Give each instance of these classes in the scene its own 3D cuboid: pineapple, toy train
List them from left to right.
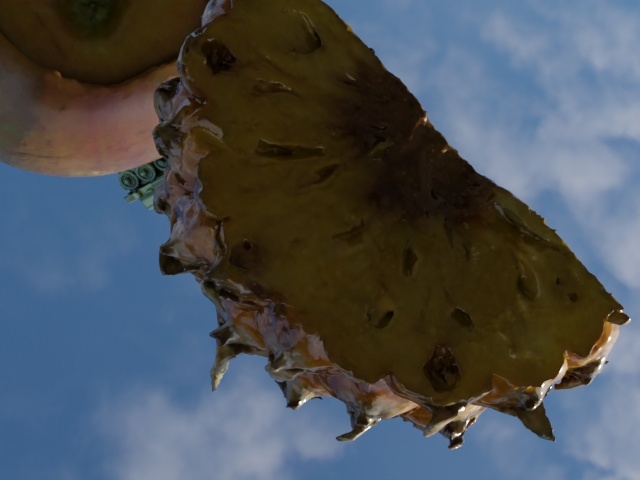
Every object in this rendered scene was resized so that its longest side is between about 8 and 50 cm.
[{"bbox_3d":[-0.133,-0.054,1.161,0.053,0.083,0.033,51,-142,-17],"label":"toy train"},{"bbox_3d":[0.000,0.000,0.537,0.135,0.079,0.233,-42,-97,-13],"label":"pineapple"}]

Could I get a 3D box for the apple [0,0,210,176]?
[{"bbox_3d":[-0.176,-0.151,1.013,0.237,0.207,0.236,0,-92,-6],"label":"apple"}]
